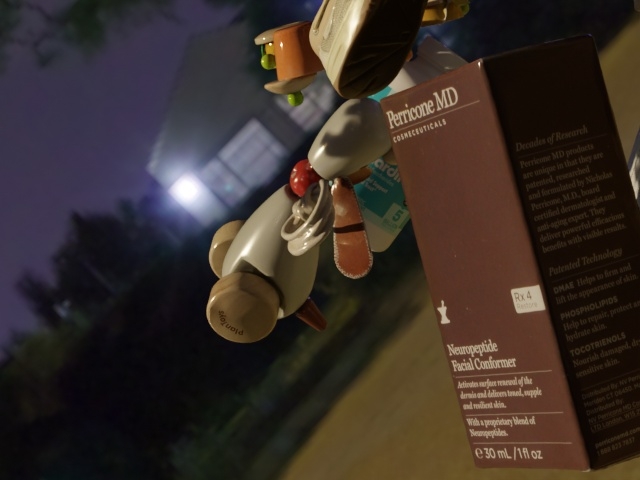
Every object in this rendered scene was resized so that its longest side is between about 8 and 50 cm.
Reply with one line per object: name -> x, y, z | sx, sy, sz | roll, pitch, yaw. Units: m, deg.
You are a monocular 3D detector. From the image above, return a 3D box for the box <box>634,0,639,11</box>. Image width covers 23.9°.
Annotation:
box -> 0.433, -0.243, 1.366 | 0.094, 0.275, 0.113 | 0, -81, -55

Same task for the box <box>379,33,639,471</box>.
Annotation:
box -> 0.200, 0.018, 1.415 | 0.143, 0.381, 0.191 | -13, -1, -28

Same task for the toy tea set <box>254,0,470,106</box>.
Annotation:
toy tea set -> 0.041, -0.230, 1.912 | 0.336, 0.124, 0.200 | -23, 13, -40

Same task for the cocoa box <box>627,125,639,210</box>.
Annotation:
cocoa box -> 0.454, 0.032, 1.651 | 0.347, 0.228, 0.231 | 96, 170, -50

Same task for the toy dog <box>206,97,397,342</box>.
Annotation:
toy dog -> 0.000, 0.000, 1.734 | 0.334, 0.161, 0.220 | -38, 30, 48

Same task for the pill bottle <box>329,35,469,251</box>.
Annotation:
pill bottle -> 0.096, -0.127, 1.921 | 0.264, 0.146, 0.146 | -55, 0, 6

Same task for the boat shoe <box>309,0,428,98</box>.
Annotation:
boat shoe -> 0.069, -0.278, 1.434 | 0.109, 0.098, 0.302 | -6, -43, -36
